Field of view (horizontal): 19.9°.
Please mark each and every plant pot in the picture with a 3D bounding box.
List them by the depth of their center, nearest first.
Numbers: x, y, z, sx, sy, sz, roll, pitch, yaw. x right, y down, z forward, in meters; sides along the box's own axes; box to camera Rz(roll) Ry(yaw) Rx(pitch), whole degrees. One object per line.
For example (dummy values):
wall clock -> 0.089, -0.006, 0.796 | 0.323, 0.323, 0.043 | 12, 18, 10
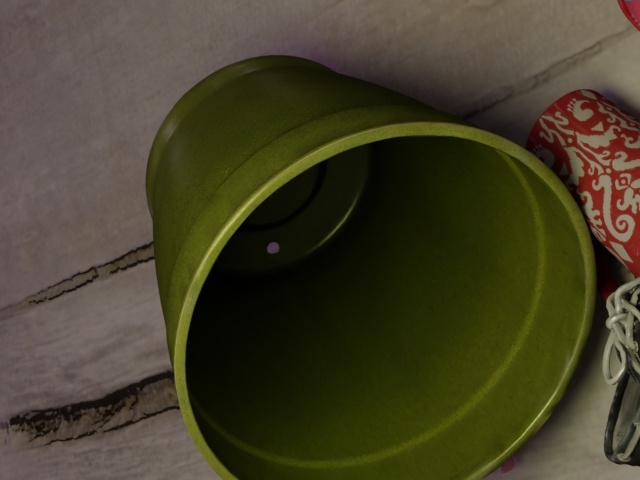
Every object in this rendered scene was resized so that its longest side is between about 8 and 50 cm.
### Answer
plant pot -> 0.000, 0.000, 1.619 | 0.353, 0.367, 0.366 | -128, 49, -57

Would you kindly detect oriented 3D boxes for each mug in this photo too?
mug -> 0.246, -0.031, 1.521 | 0.150, 0.113, 0.169 | -55, 51, 13

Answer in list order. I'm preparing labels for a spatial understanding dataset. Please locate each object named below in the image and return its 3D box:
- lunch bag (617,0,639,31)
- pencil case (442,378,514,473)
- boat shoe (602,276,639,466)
lunch bag -> 0.387, -0.195, 1.361 | 0.293, 0.120, 0.258 | 52, 125, 26
pencil case -> 0.093, 0.190, 1.730 | 0.209, 0.095, 0.098 | -22, 95, 48
boat shoe -> 0.273, 0.076, 1.426 | 0.306, 0.105, 0.113 | 89, -174, -52
